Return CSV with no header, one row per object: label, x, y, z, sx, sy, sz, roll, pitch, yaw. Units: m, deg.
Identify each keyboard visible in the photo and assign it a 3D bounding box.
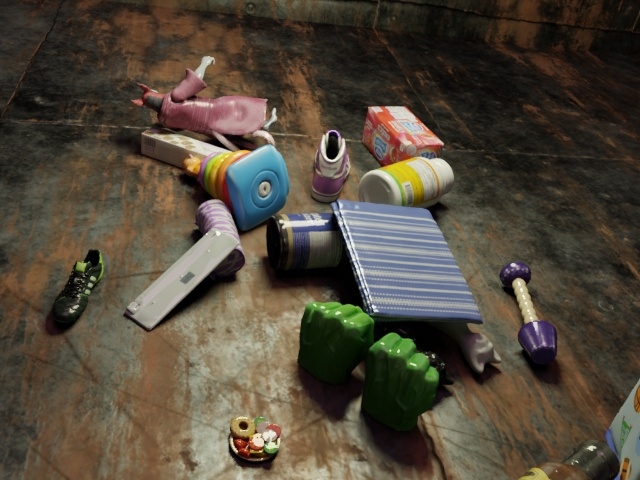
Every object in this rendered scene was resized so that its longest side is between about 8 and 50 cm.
keyboard,-0.268,0.070,1.331,0.072,0.014,0.256,32,60,20

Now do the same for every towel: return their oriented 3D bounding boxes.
towel,0.163,0.040,1.372,0.243,0.040,0.336,4,41,-19

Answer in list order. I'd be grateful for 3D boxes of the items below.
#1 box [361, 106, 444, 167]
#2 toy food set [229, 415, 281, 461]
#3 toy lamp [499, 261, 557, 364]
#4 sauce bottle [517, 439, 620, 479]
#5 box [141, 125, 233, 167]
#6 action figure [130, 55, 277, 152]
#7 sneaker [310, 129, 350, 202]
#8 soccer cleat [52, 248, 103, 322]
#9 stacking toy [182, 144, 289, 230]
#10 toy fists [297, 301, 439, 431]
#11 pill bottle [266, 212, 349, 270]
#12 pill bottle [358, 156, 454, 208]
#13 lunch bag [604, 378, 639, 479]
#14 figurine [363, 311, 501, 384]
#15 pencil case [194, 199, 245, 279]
box,0.233,-0.285,1.973,0.128,0.122,0.257,-5,37,-22
toy food set,-0.103,0.314,1.077,0.083,0.020,0.083,3,34,-11
toy lamp,0.437,0.149,1.420,0.080,0.080,0.274,8,34,-3
sauce bottle,0.321,0.399,0.989,0.344,0.111,0.111,-18,42,-38
box,-0.318,-0.218,1.779,0.324,0.067,0.063,19,34,15
action figure,-0.323,-0.323,1.823,0.370,0.248,0.275,9,52,-21
sneaker,0.038,-0.236,1.816,0.102,0.161,0.282,7,32,-2
soccer cleat,-0.459,0.083,1.280,0.060,0.072,0.179,10,33,-1
stacking toy,-0.235,-0.155,1.656,0.302,0.175,0.166,19,42,40
toy fists,0.081,0.202,1.184,0.279,0.142,0.096,31,39,28
pill bottle,0.000,0.000,1.485,0.219,0.122,0.123,-3,36,-20
pill bottle,0.227,-0.137,1.738,0.246,0.136,0.136,-21,44,-38
lunch bag,0.678,0.320,1.001,0.386,0.327,0.239,17,38,6
figurine,0.221,0.189,1.309,0.215,0.092,0.209,-13,48,-32
pencil case,-0.223,-0.008,1.474,0.088,0.086,0.206,-30,37,2
